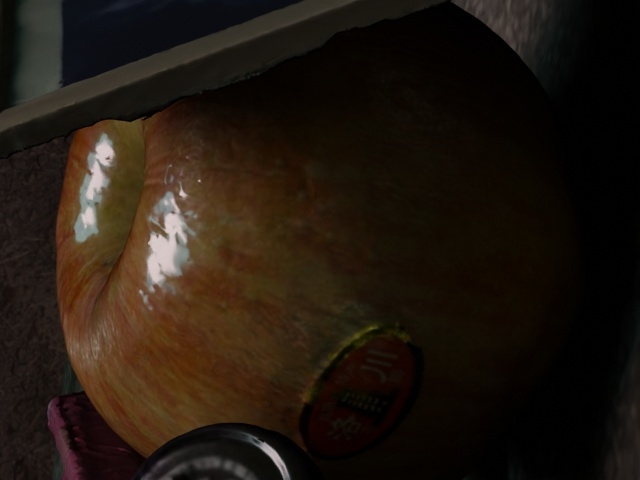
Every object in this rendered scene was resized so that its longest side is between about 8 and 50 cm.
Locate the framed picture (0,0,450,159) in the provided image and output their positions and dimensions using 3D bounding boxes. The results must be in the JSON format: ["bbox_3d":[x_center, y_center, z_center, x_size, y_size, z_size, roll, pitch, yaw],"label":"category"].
[{"bbox_3d":[0.003,-0.119,0.671,0.209,0.281,0.019,-107,-4,-60],"label":"framed picture"}]

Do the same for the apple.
[{"bbox_3d":[0.000,0.000,0.723,0.211,0.188,0.211,-167,90,-68],"label":"apple"}]

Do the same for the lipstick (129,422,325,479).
[{"bbox_3d":[-0.007,0.169,0.718,0.300,0.081,0.081,74,-168,-54],"label":"lipstick"}]

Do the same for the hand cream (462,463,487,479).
[{"bbox_3d":[0.047,0.087,0.823,0.080,0.050,0.234,118,151,-42],"label":"hand cream"}]

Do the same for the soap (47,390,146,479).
[{"bbox_3d":[-0.062,0.145,0.985,0.250,0.162,0.099,-146,64,-77],"label":"soap"}]
